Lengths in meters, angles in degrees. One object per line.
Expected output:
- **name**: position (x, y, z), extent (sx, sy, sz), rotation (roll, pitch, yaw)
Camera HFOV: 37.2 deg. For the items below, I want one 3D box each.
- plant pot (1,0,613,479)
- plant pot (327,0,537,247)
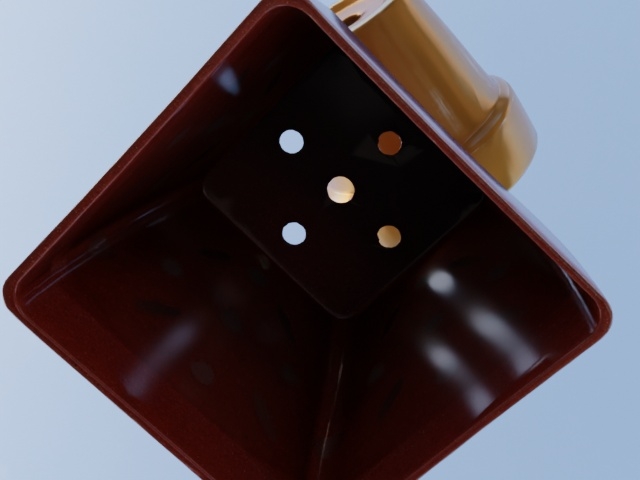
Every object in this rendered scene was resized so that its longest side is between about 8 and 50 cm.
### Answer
- **plant pot**: position (0.000, 0.000, 0.664), extent (0.267, 0.236, 0.267), rotation (44, -70, -9)
- **plant pot**: position (0.066, -0.126, 0.869), extent (0.205, 0.205, 0.188), rotation (-31, -65, 7)
